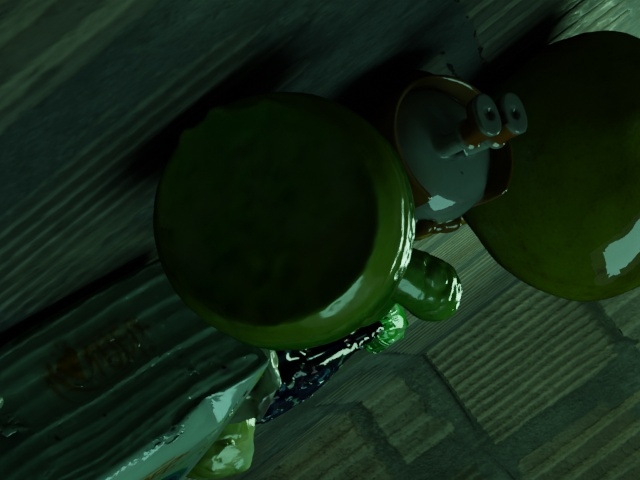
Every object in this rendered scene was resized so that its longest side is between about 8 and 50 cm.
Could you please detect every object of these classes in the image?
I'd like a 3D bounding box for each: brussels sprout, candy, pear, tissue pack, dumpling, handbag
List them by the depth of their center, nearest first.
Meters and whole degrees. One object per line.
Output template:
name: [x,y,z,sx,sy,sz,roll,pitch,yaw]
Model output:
tissue pack: [-0.232,0.197,1.241,0.287,0.162,0.388,-34,169,-29]
pear: [0.278,-0.071,1.446,0.287,0.287,0.375,-30,-179,-29]
dumpling: [-0.099,0.144,1.503,0.188,0.127,0.108,-51,175,39]
brussels sprout: [-0.160,0.228,1.625,0.122,0.149,0.151,-6,136,-36]
handbag: [-0.028,0.151,1.774,0.162,0.113,0.260,-40,170,37]
candy: [0.010,0.148,1.990,0.323,0.097,0.097,-14,156,-44]

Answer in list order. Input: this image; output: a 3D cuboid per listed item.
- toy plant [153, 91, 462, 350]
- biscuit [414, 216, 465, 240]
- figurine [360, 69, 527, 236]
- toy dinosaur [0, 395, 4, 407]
toy plant: [0.000,0.000,1.045,0.316,0.224,0.184,31,79,-77]
biscuit: [0.196,-0.055,1.821,0.118,0.029,0.247,-50,163,26]
figurine: [0.073,-0.058,1.174,0.143,0.143,0.271,-25,165,-45]
toy dinosaur: [-0.282,0.142,0.907,0.393,0.092,0.205,-52,-169,23]
